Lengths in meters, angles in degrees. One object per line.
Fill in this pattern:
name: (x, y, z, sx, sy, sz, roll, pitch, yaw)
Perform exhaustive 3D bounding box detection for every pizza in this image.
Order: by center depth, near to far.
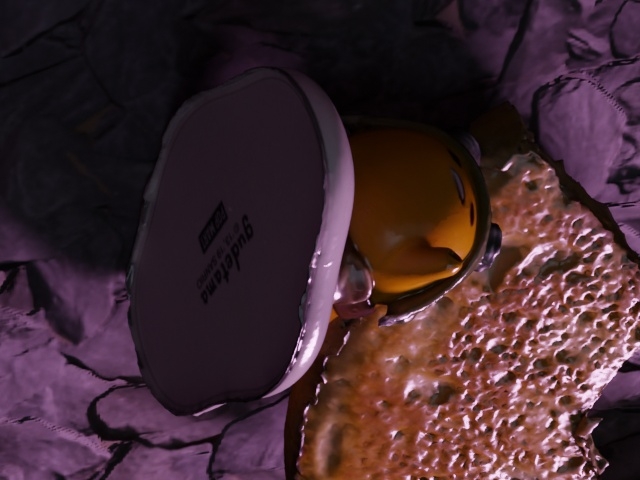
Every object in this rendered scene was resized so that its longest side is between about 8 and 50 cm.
pizza: (0.103, 0.060, 1.071, 0.223, 0.089, 0.323, 13, 125, -20)

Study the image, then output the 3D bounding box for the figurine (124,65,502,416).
figurine: (0.000, 0.000, 0.954, 0.141, 0.167, 0.250, -7, 161, -32)

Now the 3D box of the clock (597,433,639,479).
clock: (0.241, 0.228, 1.294, 0.214, 0.042, 0.215, -10, 131, -12)
